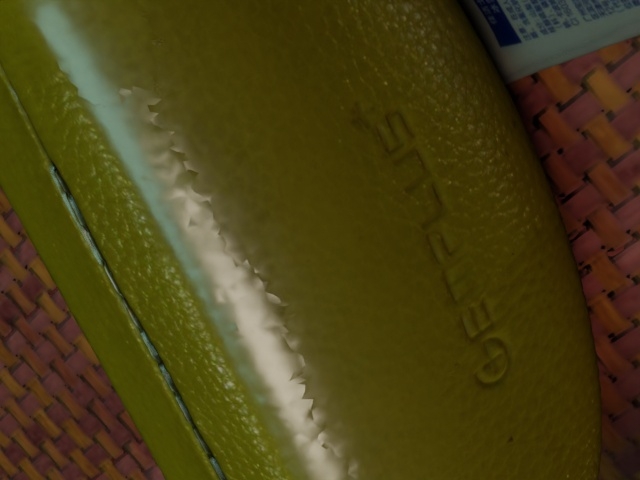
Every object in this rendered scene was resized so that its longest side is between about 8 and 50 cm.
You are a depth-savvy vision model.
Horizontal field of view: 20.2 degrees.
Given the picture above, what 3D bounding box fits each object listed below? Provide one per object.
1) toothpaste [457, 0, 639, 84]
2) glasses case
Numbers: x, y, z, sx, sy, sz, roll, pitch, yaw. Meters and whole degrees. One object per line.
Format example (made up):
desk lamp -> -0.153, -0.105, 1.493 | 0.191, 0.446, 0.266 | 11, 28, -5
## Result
toothpaste -> 0.114, -0.118, 0.652 | 0.266, 0.061, 0.096 | -15, 111, 50
glasses case -> 0.000, 0.000, 0.717 | 0.141, 0.173, 0.371 | 0, 122, 50
